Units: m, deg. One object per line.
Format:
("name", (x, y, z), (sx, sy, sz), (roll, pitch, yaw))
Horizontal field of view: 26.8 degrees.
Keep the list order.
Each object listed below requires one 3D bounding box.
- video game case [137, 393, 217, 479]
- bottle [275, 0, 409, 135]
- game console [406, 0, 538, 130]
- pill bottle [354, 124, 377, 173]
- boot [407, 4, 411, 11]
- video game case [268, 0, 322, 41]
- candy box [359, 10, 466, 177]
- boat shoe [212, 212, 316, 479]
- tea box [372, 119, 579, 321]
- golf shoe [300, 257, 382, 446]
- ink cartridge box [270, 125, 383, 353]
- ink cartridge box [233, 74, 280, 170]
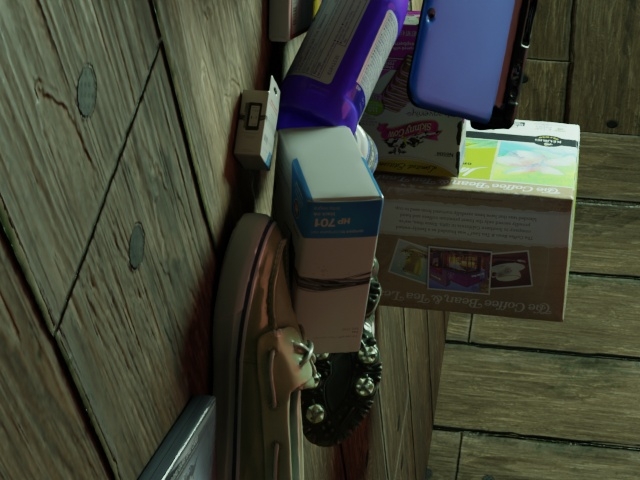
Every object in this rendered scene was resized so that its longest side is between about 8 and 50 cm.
("video game case", (-0.125, 0.298, 1.164), (0.196, 0.026, 0.274), (-59, 153, -68))
("bottle", (0.039, -0.233, 1.459), (0.118, 0.092, 0.283), (98, 15, -71))
("game console", (0.199, -0.309, 1.828), (0.250, 0.173, 0.293), (-152, -106, -82))
("pill bottle", (0.024, -0.109, 1.639), (0.137, 0.078, 0.078), (19, 76, -79))
("boot", (0.145, -0.294, 2.154), (0.198, 0.077, 0.137), (58, 31, -52))
("video game case", (-0.012, -0.337, 1.486), (0.285, 0.025, 0.204), (-51, 144, -71))
("candy box", (0.135, -0.215, 1.971), (0.071, 0.159, 0.233), (-63, 155, -60))
("boat shoe", (-0.050, 0.126, 1.293), (0.109, 0.094, 0.302), (-7, 101, -79))
("tea box", (0.241, -0.046, 2.153), (0.323, 0.329, 0.220), (-67, 159, -62))
("golf shoe", (0.031, 0.146, 1.739), (0.120, 0.105, 0.273), (90, 9, -63))
("ink cartridge box", (0.000, 0.000, 1.364), (0.139, 0.082, 0.191), (-112, -155, -52))
("ink cartridge box", (-0.061, -0.115, 1.308), (0.048, 0.028, 0.083), (61, 35, -72))
